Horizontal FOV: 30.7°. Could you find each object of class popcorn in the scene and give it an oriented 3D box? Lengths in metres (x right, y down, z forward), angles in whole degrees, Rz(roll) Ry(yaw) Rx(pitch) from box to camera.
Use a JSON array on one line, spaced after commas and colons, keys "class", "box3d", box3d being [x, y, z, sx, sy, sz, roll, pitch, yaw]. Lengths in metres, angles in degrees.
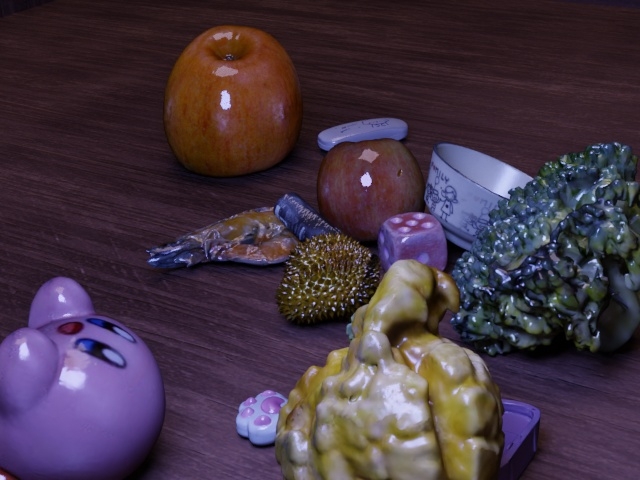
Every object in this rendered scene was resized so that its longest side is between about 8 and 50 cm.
[{"class": "popcorn", "box3d": [0.081, 0.186, 1.257, 0.225, 0.332, 0.265, 13, -1, -27]}]

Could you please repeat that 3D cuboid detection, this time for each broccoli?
[{"class": "broccoli", "box3d": [0.331, 0.016, 1.634, 0.272, 0.324, 0.334, 18, 43, 20]}]

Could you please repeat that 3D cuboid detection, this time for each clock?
[{"class": "clock", "box3d": [0.199, 0.251, 1.423, 0.110, 0.050, 0.152, 12, 29, 29]}]

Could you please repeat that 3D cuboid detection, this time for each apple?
[{"class": "apple", "box3d": [0.085, -0.087, 1.987, 0.188, 0.174, 0.188, -7, 6, 1]}, {"class": "apple", "box3d": [-0.179, -0.283, 2.362, 0.299, 0.275, 0.299, 0, 30, 0]}]

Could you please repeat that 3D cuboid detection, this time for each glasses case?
[{"class": "glasses case", "box3d": [0.089, -0.222, 2.447, 0.197, 0.049, 0.076, -12, 26, -17]}]

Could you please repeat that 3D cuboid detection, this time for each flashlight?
[{"class": "flashlight", "box3d": [-0.009, 0.226, 1.505, 0.200, 0.047, 0.093, -1, 25, 6]}]

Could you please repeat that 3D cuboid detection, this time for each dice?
[{"class": "dice", "box3d": [0.149, 0.012, 1.888, 0.094, 0.093, 0.091, -9, 25, -13]}]

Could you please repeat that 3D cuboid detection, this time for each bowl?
[{"class": "bowl", "box3d": [0.272, -0.056, 1.933, 0.237, 0.126, 0.238, 20, 19, -7]}]

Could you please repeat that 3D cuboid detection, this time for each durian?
[{"class": "durian", "box3d": [0.011, 0.057, 1.773, 0.168, 0.137, 0.158, -11, 46, 4]}]

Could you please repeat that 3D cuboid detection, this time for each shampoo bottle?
[{"class": "shampoo bottle", "box3d": [0.001, 0.000, 1.931, 0.063, 0.057, 0.207, -39, 55, -10]}]

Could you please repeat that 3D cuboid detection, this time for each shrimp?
[{"class": "shrimp", "box3d": [-0.138, 0.009, 1.973, 0.317, 0.062, 0.164, -15, 29, -30]}]

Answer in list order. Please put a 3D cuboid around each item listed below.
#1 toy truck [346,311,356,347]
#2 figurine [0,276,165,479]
[{"class": "toy truck", "box3d": [0.106, 0.149, 1.575, 0.085, 0.116, 0.191, -12, 27, -21]}, {"class": "figurine", "box3d": [-0.300, 0.210, 1.419, 0.211, 0.261, 0.270, 25, 25, -4]}]
